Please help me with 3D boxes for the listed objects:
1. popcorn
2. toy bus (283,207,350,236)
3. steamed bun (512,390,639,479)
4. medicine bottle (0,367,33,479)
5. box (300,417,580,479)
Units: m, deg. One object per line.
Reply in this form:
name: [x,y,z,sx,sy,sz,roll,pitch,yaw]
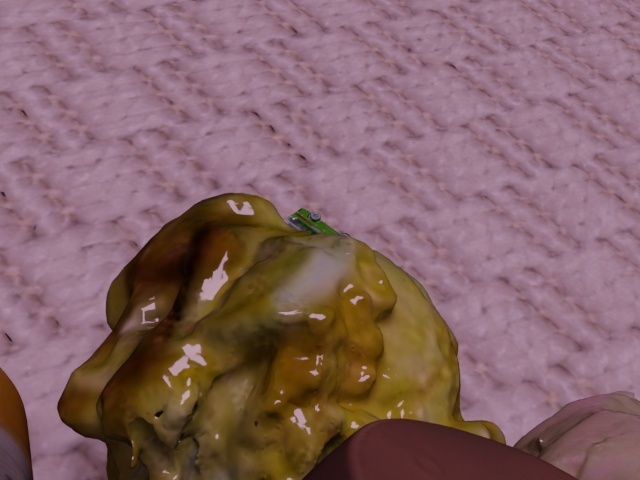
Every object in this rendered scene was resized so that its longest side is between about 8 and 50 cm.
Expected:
popcorn: [-0.031,0.134,0.826,0.312,0.312,0.312,10,38,-8]
toy bus: [0.000,0.000,1.213,0.083,0.031,0.037,36,48,25]
steamed bun: [0.196,0.242,0.830,0.207,0.267,0.280,9,8,27]
medicine bottle: [-0.290,0.204,0.691,0.238,0.238,0.232,-1,42,-21]
box: [0.071,0.243,0.578,0.301,0.216,0.301,24,13,-6]
